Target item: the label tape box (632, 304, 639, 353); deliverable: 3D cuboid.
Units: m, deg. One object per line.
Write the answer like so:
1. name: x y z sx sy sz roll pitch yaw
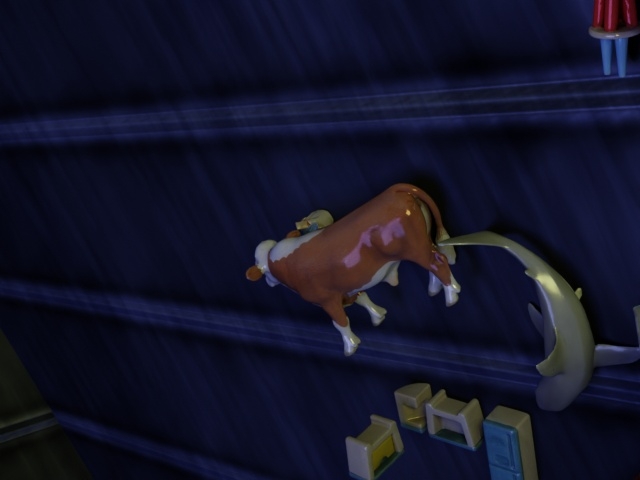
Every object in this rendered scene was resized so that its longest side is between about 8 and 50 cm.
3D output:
1. label tape box: 0.388 0.233 0.920 0.115 0.347 0.249 -14 108 22

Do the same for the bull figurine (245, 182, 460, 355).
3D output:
1. bull figurine: 0.044 0.038 1.294 0.310 0.101 0.188 -29 105 38

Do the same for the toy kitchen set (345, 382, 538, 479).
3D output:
1. toy kitchen set: 0.168 0.310 1.347 0.207 0.166 0.122 11 124 41

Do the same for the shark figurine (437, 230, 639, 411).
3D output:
1. shark figurine: 0.263 0.100 1.144 0.166 0.116 0.278 -13 110 48

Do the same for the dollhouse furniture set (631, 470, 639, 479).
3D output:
1. dollhouse furniture set: 0.466 0.479 1.177 0.374 0.152 0.201 41 140 16

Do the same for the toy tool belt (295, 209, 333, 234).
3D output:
1. toy tool belt: 0.000 0.000 1.385 0.052 0.051 0.083 -27 97 51

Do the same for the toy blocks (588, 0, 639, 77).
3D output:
1. toy blocks: 0.310 -0.224 0.903 0.123 0.054 0.148 14 127 40
